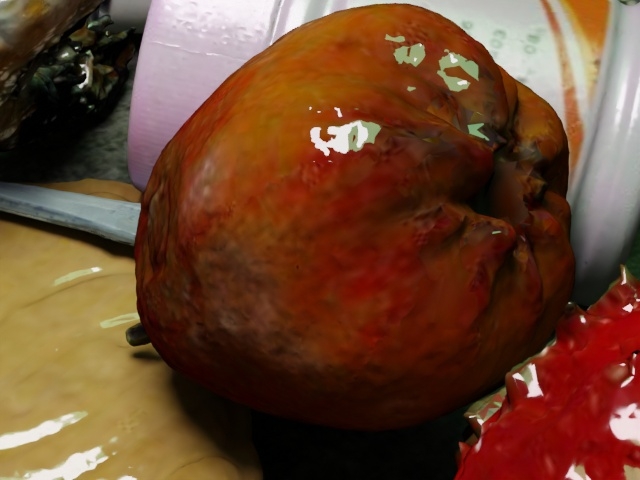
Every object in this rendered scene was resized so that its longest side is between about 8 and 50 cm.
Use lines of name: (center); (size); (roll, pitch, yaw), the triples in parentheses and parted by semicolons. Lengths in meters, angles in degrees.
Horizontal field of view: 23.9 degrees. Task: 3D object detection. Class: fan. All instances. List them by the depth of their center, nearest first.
fan: (-0.183, -0.026, 0.957); (0.282, 0.023, 0.057); (13, 35, 14)

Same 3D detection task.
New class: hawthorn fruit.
hawthorn fruit: (0.000, 0.000, 0.798); (0.260, 0.224, 0.224); (-22, 23, 35)

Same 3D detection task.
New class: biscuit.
biscuit: (-0.165, 0.065, 0.899); (0.351, 0.057, 0.312); (21, 42, 22)

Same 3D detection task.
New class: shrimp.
shrimp: (-0.161, -0.137, 0.999); (0.071, 0.233, 0.365); (53, 18, 0)

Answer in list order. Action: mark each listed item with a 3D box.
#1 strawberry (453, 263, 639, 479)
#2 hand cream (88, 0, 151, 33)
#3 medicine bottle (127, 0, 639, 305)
strawberry: (0.194, 0.144, 0.686); (0.257, 0.257, 0.277); (-27, 68, -34)
hand cream: (-0.024, -0.228, 1.253); (0.358, 0.118, 0.185); (-2, 36, -23)
medicine bottle: (0.051, -0.088, 0.973); (0.315, 0.202, 0.202); (13, 38, 4)
